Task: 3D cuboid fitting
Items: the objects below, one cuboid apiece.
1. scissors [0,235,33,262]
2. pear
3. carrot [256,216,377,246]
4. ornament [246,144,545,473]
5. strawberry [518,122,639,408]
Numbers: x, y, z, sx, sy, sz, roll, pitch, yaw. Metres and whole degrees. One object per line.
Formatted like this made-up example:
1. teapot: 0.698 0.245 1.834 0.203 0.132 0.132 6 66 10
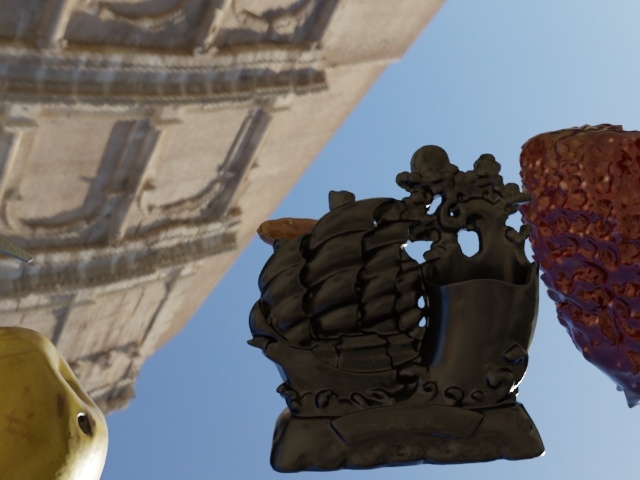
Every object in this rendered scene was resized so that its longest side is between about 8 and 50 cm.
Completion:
1. scissors: -0.339 -0.018 0.878 0.189 0.015 0.100 24 -109 21
2. pear: -0.357 0.225 0.964 0.280 0.281 0.281 20 -145 -15
3. carrot: 0.000 0.000 0.990 0.139 0.048 0.048 4 -138 -22
4. ornament: 0.063 0.049 0.771 0.251 0.106 0.260 -5 -95 -3
5. strawberry: 0.380 0.007 1.046 0.343 0.292 0.292 58 -148 -13
